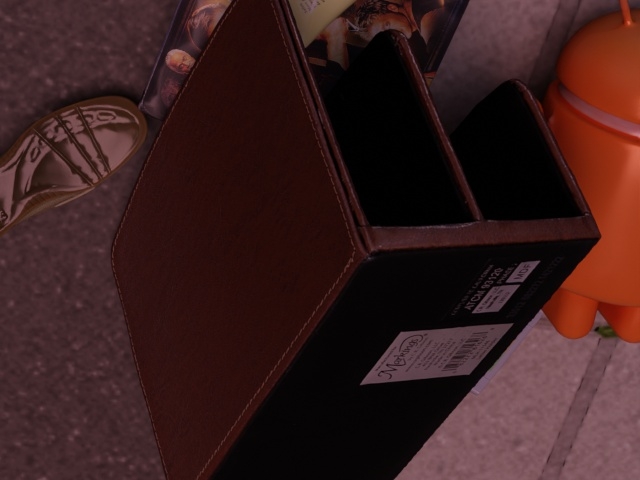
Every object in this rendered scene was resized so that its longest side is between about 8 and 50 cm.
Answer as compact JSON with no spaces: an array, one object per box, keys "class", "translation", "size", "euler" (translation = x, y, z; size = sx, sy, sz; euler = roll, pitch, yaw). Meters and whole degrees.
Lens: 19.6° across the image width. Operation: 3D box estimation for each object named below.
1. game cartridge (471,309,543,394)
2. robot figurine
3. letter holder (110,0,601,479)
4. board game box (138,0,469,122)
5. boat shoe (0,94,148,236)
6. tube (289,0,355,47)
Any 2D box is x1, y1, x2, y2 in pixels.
[{"class":"game cartridge","translation":[0.106,0.060,1.246],"size":[0.056,0.017,0.083],"euler":[33,111,-7]},{"class":"robot figurine","translation":[0.189,-0.046,1.132],"size":[0.158,0.128,0.219],"euler":[21,115,17]},{"class":"letter holder","translation":[0.000,0.000,1.118],"size":[0.152,0.214,0.302],"euler":[-4,147,-29]},{"class":"board game box","translation":[0.006,-0.160,1.137],"size":[0.165,0.042,0.243],"euler":[21,113,-6]},{"class":"boat shoe","translation":[-0.178,-0.046,1.202],"size":[0.153,0.048,0.056],"euler":[-36,96,10]},{"class":"tube","translation":[0.050,-0.209,1.064],"size":[0.240,0.062,0.070],"euler":[-34,65,21]}]
